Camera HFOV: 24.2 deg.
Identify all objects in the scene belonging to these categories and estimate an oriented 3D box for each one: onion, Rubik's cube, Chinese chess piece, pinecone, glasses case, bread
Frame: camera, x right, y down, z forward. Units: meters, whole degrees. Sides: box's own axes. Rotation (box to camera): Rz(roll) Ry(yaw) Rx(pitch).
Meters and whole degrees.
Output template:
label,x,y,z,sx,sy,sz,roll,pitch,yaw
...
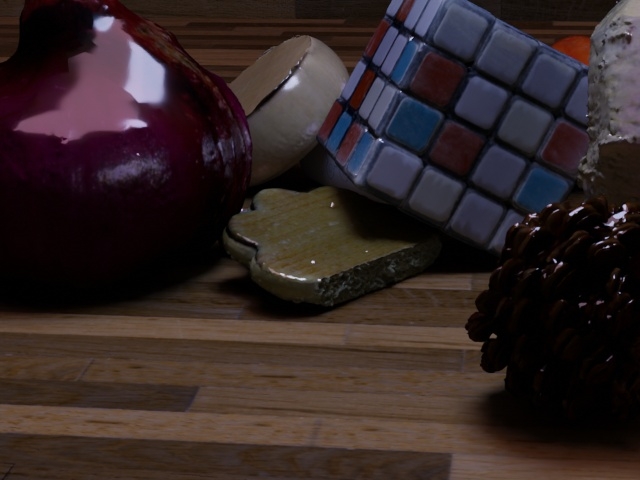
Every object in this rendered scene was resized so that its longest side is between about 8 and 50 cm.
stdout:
label,x,y,z,sx,sy,sz,roll,pitch,yaw
onion,-0.272,-0.167,1.759,0.399,0.420,0.398,4,21,-2
Rubik's cube,0.176,-0.153,1.837,0.259,0.253,0.256,24,11,-15
Chinese chess piece,-0.071,-0.188,2.154,0.250,0.103,0.249,-36,22,17
pinecone,0.244,0.071,1.354,0.222,0.221,0.221,-1,17,0
glasses case,0.048,-0.112,2.117,0.059,0.092,0.233,-11,21,-36
bread,0.000,0.000,1.762,0.287,0.056,0.207,-14,35,-44

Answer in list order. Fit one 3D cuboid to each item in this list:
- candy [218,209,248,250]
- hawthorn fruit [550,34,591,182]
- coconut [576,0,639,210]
label,x,y,z,sx,sy,sz,roll,pitch,yaw
candy,-0.078,-0.010,1.870,0.103,0.043,0.103,-1,18,0
hawthorn fruit,0.375,-0.172,2.133,0.211,0.211,0.299,4,27,16
coconut,0.506,-0.115,1.640,0.405,0.404,0.404,-1,17,0
